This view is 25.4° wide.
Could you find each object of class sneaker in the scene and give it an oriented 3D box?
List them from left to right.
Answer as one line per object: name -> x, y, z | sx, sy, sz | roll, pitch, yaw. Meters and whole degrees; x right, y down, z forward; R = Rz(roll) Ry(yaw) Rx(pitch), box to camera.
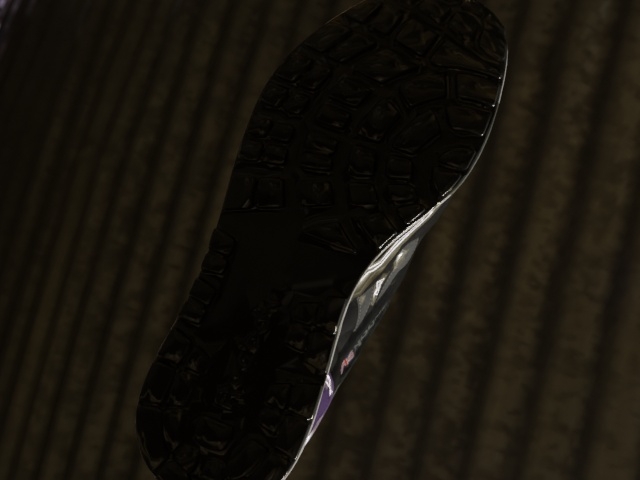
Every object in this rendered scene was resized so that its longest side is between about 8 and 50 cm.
sneaker -> 0.000, 0.000, 0.735 | 0.107, 0.124, 0.283 | 31, -92, 9
